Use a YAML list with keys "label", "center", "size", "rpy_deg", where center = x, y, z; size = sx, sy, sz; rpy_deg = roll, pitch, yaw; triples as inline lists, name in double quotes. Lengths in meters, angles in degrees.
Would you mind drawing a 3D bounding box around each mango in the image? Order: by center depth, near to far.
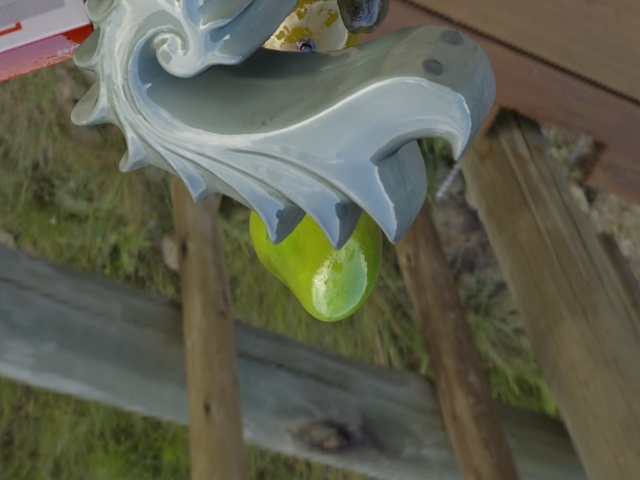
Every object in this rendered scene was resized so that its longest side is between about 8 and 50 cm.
- label: "mango"
  center: [-0.024, -0.307, 1.756]
  size: [0.142, 0.331, 0.195]
  rpy_deg: [30, 122, -25]
- label: "mango"
  center: [0.003, -0.009, 1.954]
  size: [0.149, 0.273, 0.185]
  rpy_deg: [19, 104, -35]

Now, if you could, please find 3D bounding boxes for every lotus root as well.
- label: "lotus root"
  center: [0.041, -0.242, 1.355]
  size: [0.054, 0.049, 0.099]
  rpy_deg: [-30, 142, -20]

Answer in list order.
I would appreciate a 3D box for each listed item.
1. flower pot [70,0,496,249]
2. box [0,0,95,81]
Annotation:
- label: "flower pot"
  center: [-0.043, -0.134, 1.291]
  size: [0.368, 0.164, 0.254]
  rpy_deg: [28, 133, 4]
- label: "box"
  center: [-0.342, -0.211, 1.367]
  size: [0.229, 0.123, 0.050]
  rpy_deg: [-19, 157, -6]
